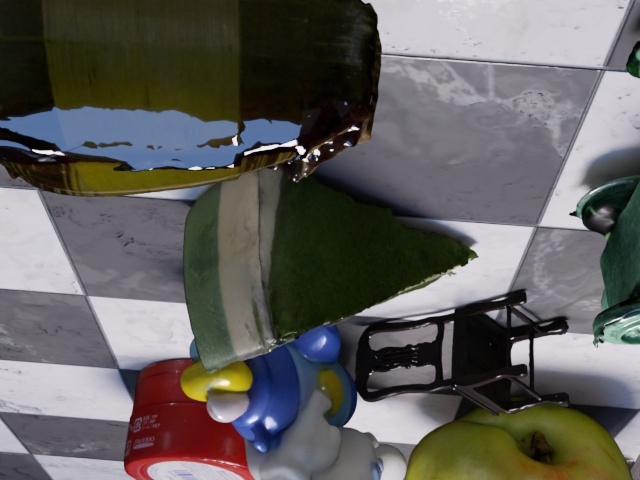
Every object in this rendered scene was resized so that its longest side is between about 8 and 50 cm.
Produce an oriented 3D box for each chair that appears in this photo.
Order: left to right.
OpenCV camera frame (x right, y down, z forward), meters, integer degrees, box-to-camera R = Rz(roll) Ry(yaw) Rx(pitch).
[{"bbox_3d":[0.165,0.144,1.186,0.229,0.106,0.113,-16,143,37],"label":"chair"}]

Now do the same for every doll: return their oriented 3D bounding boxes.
[{"bbox_3d":[-0.014,0.235,1.229,0.187,0.366,0.376,-30,-175,0],"label":"doll"}]

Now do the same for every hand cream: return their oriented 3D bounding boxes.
[{"bbox_3d":[-0.167,0.277,1.440,0.230,0.150,0.230,6,152,3],"label":"hand cream"}]

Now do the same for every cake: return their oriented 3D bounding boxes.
[{"bbox_3d":[0.005,0.001,1.002,0.283,0.172,0.158,-17,175,-36],"label":"cake"}]

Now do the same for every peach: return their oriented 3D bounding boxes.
[{"bbox_3d":[0.284,0.365,1.385,0.314,0.281,0.316,29,146,44],"label":"peach"}]

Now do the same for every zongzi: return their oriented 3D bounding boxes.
[{"bbox_3d":[-0.112,-0.099,0.777,0.289,0.154,0.317,4,172,-6],"label":"zongzi"}]

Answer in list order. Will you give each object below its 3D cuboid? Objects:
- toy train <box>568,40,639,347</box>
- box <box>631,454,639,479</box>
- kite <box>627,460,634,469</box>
[{"bbox_3d":[0.350,-0.033,0.783,0.253,0.160,0.397,-2,152,-1],"label":"toy train"},{"bbox_3d":[0.528,0.403,1.588,0.050,0.123,0.229,3,151,8],"label":"box"},{"bbox_3d":[0.372,0.429,1.586,0.322,0.268,0.013,-20,109,-7],"label":"kite"}]
